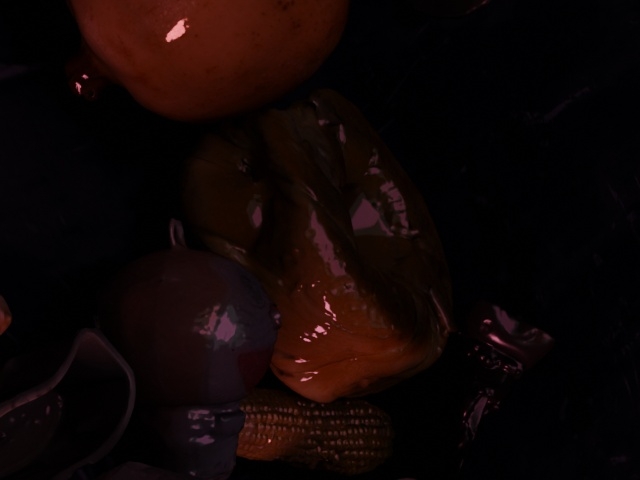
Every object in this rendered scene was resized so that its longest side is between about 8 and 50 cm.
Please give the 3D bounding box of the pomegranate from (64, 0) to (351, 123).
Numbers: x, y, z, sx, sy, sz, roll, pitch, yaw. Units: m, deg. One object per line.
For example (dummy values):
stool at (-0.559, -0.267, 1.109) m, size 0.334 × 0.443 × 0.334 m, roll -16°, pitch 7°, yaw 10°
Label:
pomegranate at (-0.109, -0.255, 1.680) m, size 0.307 × 0.307 × 0.307 m, roll 25°, pitch 57°, yaw -46°

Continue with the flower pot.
flower pot at (-0.263, 0.172, 1.458) m, size 0.103 × 0.108 × 0.229 m, roll 61°, pitch 37°, yaw -15°

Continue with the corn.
corn at (-0.020, 0.202, 1.788) m, size 0.288 × 0.086 × 0.086 m, roll 14°, pitch 65°, yaw -47°

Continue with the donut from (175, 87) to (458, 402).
donut at (0.000, 0.000, 1.806) m, size 0.360 × 0.170 × 0.360 m, roll 45°, pitch 30°, yaw -35°

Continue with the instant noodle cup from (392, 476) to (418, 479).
instant noodle cup at (0.014, 0.334, 1.673) m, size 0.217 × 0.207 × 0.217 m, roll 25°, pitch 57°, yaw -47°

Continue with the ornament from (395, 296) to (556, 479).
ornament at (0.146, 0.211, 1.877) m, size 0.106 × 0.251 × 0.260 m, roll 25°, pitch 73°, yaw -4°

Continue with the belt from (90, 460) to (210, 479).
belt at (-0.152, 0.293, 1.408) m, size 0.184 × 0.289 × 0.164 m, roll 35°, pitch 46°, yaw -8°

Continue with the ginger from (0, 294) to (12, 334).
ginger at (-0.337, 0.097, 1.376) m, size 0.115 × 0.123 × 0.193 m, roll 93°, pitch 17°, yaw -63°

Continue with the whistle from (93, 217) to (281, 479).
whistle at (-0.120, 0.152, 1.606) m, size 0.189 × 0.189 × 0.347 m, roll -6°, pitch 95°, yaw -53°

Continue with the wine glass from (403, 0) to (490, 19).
wine glass at (0.070, -0.430, 2.033) m, size 0.406 × 0.267 × 0.267 m, roll 19°, pitch 61°, yaw -52°
